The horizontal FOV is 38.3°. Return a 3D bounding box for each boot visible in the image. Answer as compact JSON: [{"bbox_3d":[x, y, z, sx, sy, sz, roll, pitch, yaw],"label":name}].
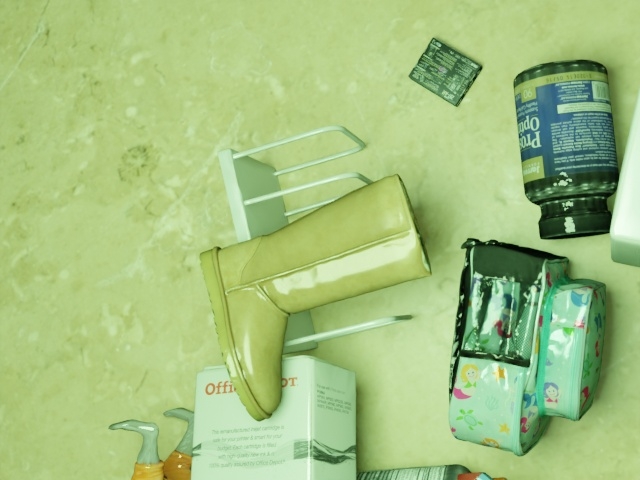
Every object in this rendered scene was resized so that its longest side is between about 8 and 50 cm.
[{"bbox_3d":[0.005,0.070,1.118,0.269,0.089,0.236,-19,82,8],"label":"boot"}]

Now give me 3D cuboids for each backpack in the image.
[{"bbox_3d":[0.254,0.140,1.159,0.191,0.225,0.254,15,95,23],"label":"backpack"}]

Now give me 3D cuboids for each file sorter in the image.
[{"bbox_3d":[0.000,0.000,1.264,0.173,0.193,0.278,-16,82,13],"label":"file sorter"}]

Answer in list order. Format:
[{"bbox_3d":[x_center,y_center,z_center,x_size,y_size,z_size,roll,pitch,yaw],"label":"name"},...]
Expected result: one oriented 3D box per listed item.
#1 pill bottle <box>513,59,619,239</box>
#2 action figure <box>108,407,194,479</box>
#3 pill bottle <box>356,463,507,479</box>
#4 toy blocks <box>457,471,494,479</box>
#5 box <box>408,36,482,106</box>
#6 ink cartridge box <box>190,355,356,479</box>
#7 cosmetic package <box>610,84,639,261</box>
[{"bbox_3d":[0.322,-0.114,1.203,0.122,0.123,0.219,-6,84,17],"label":"pill bottle"},{"bbox_3d":[-0.192,0.397,1.244,0.178,0.341,0.330,-13,82,0],"label":"action figure"},{"bbox_3d":[0.133,0.368,1.230,0.245,0.130,0.131,-8,84,17],"label":"pill bottle"},{"bbox_3d":[0.181,0.453,1.067,0.261,0.191,0.381,39,90,23],"label":"toy blocks"},{"bbox_3d":[0.177,-0.239,1.311,0.083,0.018,0.067,34,97,16],"label":"box"},{"bbox_3d":[-0.062,0.300,1.202,0.197,0.114,0.273,-11,69,32],"label":"ink cartridge box"},{"bbox_3d":[0.414,-0.081,0.998,0.161,0.453,0.230,12,91,17],"label":"cosmetic package"}]
